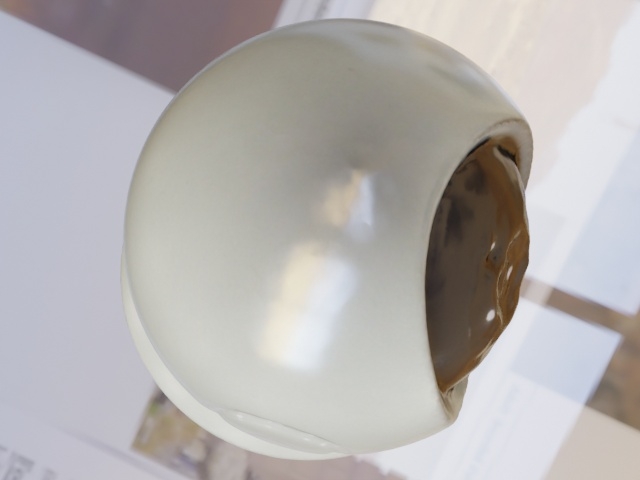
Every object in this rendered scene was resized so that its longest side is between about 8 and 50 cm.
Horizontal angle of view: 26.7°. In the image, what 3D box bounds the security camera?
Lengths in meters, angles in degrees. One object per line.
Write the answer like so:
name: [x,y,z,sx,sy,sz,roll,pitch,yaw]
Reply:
security camera: [0.000,0.000,0.604,0.236,0.194,0.194,109,7,-75]
